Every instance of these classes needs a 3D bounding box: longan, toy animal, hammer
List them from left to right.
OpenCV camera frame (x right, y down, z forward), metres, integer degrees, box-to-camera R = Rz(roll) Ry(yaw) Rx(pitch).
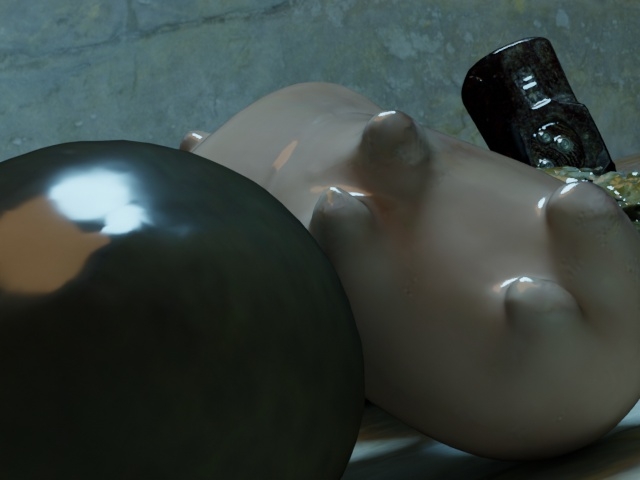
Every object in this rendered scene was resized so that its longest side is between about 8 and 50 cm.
[{"bbox_3d":[-0.118,0.081,0.952,0.300,0.243,0.300,-18,-27,-9],"label":"longan"},{"bbox_3d":[0.047,0.022,1.133,0.237,0.326,0.269,-51,-19,-27],"label":"toy animal"},{"bbox_3d":[0.214,-0.026,1.886,0.095,0.242,0.409,-25,-13,-8],"label":"hammer"}]

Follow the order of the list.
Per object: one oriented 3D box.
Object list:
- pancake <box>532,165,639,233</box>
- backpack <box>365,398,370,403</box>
[{"bbox_3d":[0.153,0.012,1.436,0.382,0.071,0.382,3,18,-1],"label":"pancake"},{"bbox_3d":[0.028,0.070,1.539,0.258,0.133,0.206,-9,5,-17],"label":"backpack"}]
